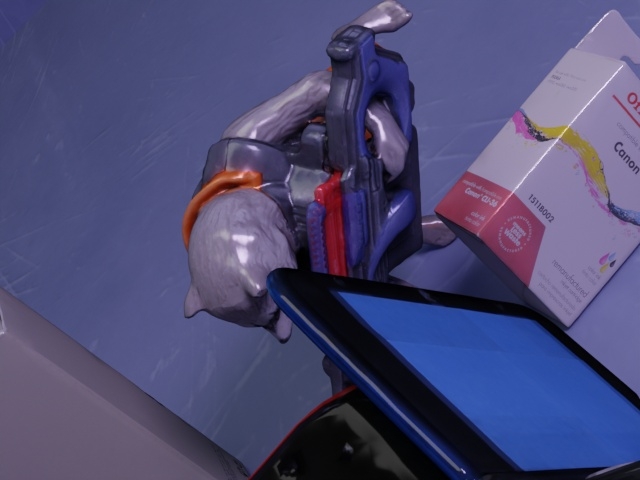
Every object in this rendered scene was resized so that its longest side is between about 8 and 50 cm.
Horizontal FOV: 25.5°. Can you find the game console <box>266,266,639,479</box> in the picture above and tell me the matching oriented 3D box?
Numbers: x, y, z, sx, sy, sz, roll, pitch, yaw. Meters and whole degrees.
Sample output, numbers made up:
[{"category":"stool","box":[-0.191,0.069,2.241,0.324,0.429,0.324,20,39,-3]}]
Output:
[{"category":"game console","box":[0.166,0.057,0.695,0.250,0.293,0.173,-27,70,30]}]

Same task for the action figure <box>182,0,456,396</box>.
[{"category":"action figure","box":[0.000,0.000,1.025,0.178,0.341,0.330,6,20,22]}]

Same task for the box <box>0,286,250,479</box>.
[{"category":"box","box":[-0.175,0.159,1.063,0.113,0.275,0.094,-45,29,4]}]

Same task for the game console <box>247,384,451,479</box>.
[{"category":"game console","box":[0.026,0.311,0.630,0.342,0.060,0.386,-48,65,10]}]

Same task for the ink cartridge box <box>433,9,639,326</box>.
[{"category":"ink cartridge box","box":[0.191,-0.054,1.006,0.198,0.115,0.067,-50,30,-4]}]
